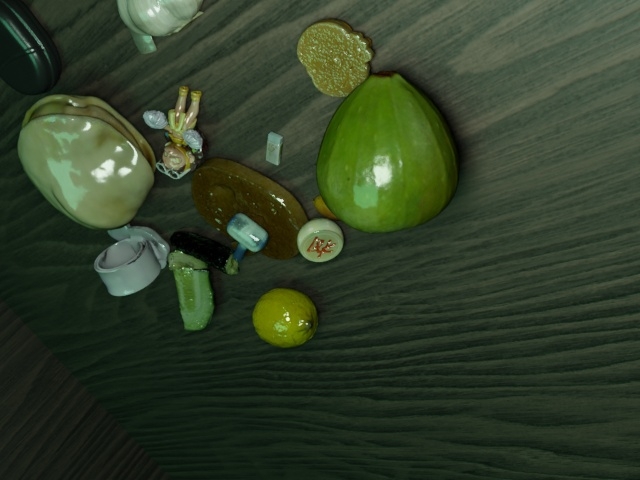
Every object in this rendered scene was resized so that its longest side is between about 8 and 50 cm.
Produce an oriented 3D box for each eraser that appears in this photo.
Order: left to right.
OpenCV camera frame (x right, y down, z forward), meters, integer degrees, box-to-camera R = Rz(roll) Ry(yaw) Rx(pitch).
[{"bbox_3d":[-0.115,-0.229,1.777,0.038,0.019,0.083,27,139,16],"label":"eraser"}]

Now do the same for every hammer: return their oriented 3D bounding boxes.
[{"bbox_3d":[-0.211,0.007,1.951,0.116,0.069,0.194,37,148,2],"label":"hammer"}]

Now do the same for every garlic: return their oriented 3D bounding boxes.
[{"bbox_3d":[-0.380,-0.536,1.601,0.229,0.143,0.178,-7,124,51],"label":"garlic"}]

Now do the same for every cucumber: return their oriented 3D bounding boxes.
[{"bbox_3d":[-0.407,0.164,2.310,0.145,0.105,0.325,3,134,0],"label":"cucumber"},{"bbox_3d":[-0.357,0.024,2.133,0.303,0.072,0.081,22,138,38],"label":"cucumber"}]

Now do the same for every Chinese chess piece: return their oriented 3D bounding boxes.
[{"bbox_3d":[0.000,0.000,1.838,0.122,0.051,0.122,-6,132,-7],"label":"Chinese chess piece"}]

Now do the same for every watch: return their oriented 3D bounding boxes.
[{"bbox_3d":[-0.626,0.058,2.280,0.248,0.217,0.211,4,129,34],"label":"watch"}]

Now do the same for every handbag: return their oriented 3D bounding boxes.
[{"bbox_3d":[-0.859,-0.545,1.987,0.254,0.093,0.308,-16,117,44],"label":"handbag"}]

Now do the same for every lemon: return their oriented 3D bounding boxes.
[{"bbox_3d":[-0.104,0.226,2.078,0.193,0.180,0.180,-22,114,23],"label":"lemon"}]

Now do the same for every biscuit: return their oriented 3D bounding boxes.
[{"bbox_3d":[-0.192,-0.073,1.952,0.367,0.063,0.314,26,143,16],"label":"biscuit"},{"bbox_3d":[0.040,-0.387,1.493,0.170,0.050,0.170,14,130,18],"label":"biscuit"}]

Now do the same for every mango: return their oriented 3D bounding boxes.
[{"bbox_3d":[0.038,-0.088,1.762,0.127,0.063,0.077,8,137,39],"label":"mango"}]

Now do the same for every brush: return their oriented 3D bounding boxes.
[{"bbox_3d":[-0.486,-0.592,1.699,0.060,0.050,0.321,1,128,32],"label":"brush"}]

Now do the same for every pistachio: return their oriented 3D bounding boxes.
[{"bbox_3d":[-0.644,-0.208,1.998,0.365,0.281,0.445,-7,136,8],"label":"pistachio"}]

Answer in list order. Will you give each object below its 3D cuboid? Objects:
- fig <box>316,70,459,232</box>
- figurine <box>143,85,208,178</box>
[{"bbox_3d":[0.131,-0.180,1.440,0.316,0.316,0.316,21,137,21],"label":"fig"},{"bbox_3d":[-0.359,-0.276,1.845,0.175,0.116,0.240,26,132,15],"label":"figurine"}]
